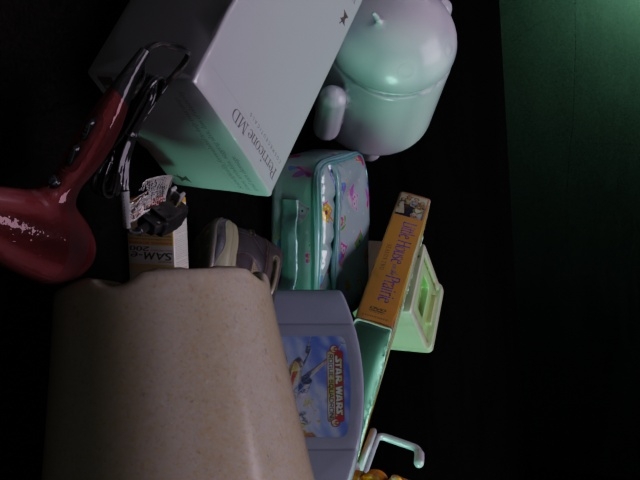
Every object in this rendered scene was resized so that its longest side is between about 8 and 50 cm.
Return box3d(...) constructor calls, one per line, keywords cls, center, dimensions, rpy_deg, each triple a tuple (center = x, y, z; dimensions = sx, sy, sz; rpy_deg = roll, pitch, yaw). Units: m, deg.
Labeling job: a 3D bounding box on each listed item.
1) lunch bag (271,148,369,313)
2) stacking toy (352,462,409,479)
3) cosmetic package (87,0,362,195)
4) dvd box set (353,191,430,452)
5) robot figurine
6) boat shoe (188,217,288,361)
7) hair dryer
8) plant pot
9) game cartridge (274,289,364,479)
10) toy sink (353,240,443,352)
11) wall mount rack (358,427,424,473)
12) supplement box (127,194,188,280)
box3d(cls="lunch bag", center=(0.000, 0.000, 1.701), dimensions=(0.224, 0.108, 0.279), rpy_deg=(-25, 116, -67))
box3d(cls="stacking toy", center=(-0.009, 0.321, 1.443), dimensions=(0.166, 0.302, 0.175), rpy_deg=(-57, 144, -53))
box3d(cls="cosmetic package", center=(-0.087, -0.268, 1.274), dimensions=(0.217, 0.156, 0.385), rpy_deg=(54, 50, -51))
box3d(cls="dvd box set", center=(0.092, 0.145, 1.757), dimensions=(0.420, 0.062, 0.307), rpy_deg=(-65, 169, -60))
box3d(cls="robot figurine", center=(0.099, -0.271, 1.712), dimensions=(0.300, 0.200, 0.353), rpy_deg=(-46, 167, -27))
box3d(cls="boat shoe", center=(-0.104, 0.148, 1.329), dimensions=(0.132, 0.130, 0.355), rpy_deg=(153, -54, -64))
box3d(cls="hair dryer", center=(-0.241, -0.065, 1.020), dimensions=(0.293, 0.080, 0.223), rpy_deg=(-33, 136, -45))
box3d(cls="plant pot", center=(-0.148, 0.190, 1.089), dimensions=(0.334, 0.334, 0.305), rpy_deg=(15, 68, -69))
box3d(cls="game cartridge", center=(-0.042, 0.198, 1.411), dimensions=(0.062, 0.198, 0.297), rpy_deg=(83, 5, -60))
box3d(cls="toy sink", center=(0.161, 0.127, 2.120), dimensions=(0.234, 0.131, 0.152), rpy_deg=(65, 34, -53))
box3d(cls="wall mount rack", center=(0.076, 0.496, 1.783), dimensions=(0.304, 0.130, 0.350), rpy_deg=(-63, 171, -55))
box3d(cls="supplement box", center=(-0.189, -0.002, 1.255), dimensions=(0.036, 0.062, 0.098), rpy_deg=(-28, 118, -68))
